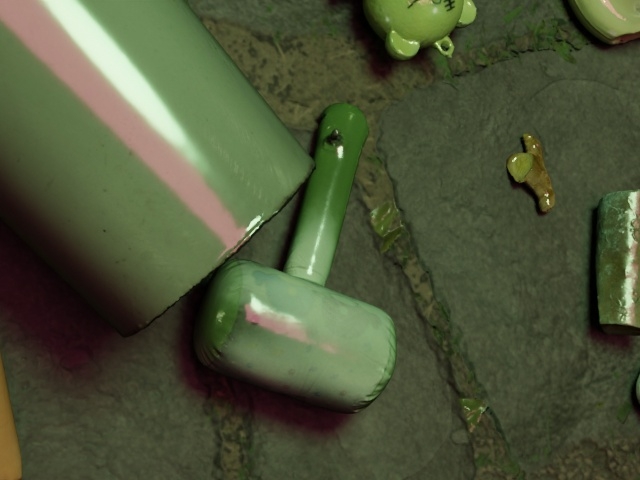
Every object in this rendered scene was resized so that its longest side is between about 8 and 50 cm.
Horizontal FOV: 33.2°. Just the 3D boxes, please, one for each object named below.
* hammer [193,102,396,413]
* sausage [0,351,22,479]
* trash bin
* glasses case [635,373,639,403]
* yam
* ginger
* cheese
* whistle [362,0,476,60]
[{"bbox_3d":[0.000,0.000,1.121,0.206,0.119,0.336,20,68,-17],"label":"hammer"},{"bbox_3d":[-0.339,0.101,0.988,0.086,0.086,0.289,-12,84,-21],"label":"sausage"},{"bbox_3d":[-0.234,-0.149,0.973,0.280,0.280,0.432,-45,100,-20],"label":"trash bin"},{"bbox_3d":[0.442,0.129,1.276,0.076,0.049,0.197,41,70,-9],"label":"glasses case"},{"bbox_3d":[0.354,0.025,1.256,0.068,0.068,0.169,11,79,-17],"label":"yam"},{"bbox_3d":[0.247,-0.079,1.255,0.048,0.030,0.097,-10,82,-22],"label":"ginger"},{"bbox_3d":[0.349,-0.354,1.323,0.137,0.064,0.227,-22,87,-23],"label":"cheese"},{"bbox_3d":[0.069,-0.326,1.196,0.131,0.106,0.288,-33,93,-28],"label":"whistle"}]
